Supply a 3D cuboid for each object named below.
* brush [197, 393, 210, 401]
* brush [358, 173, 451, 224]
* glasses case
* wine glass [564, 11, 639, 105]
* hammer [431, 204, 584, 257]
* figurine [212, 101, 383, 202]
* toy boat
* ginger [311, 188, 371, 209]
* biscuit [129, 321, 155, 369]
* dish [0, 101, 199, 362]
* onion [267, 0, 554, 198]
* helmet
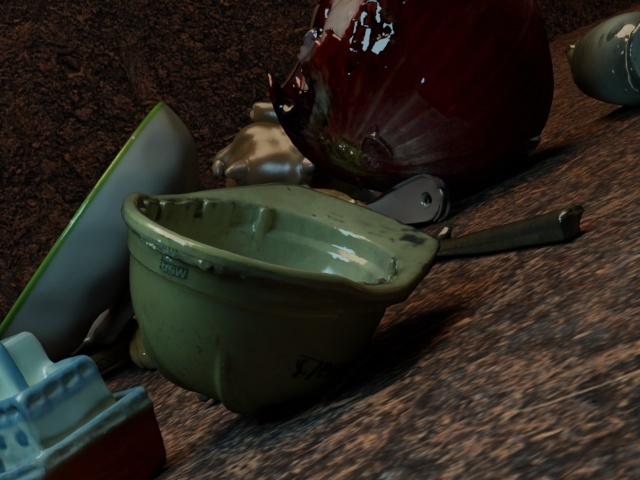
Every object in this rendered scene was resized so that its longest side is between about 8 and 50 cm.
[{"bbox_3d":[-0.065,0.089,1.224,0.043,0.036,0.248,-29,5,14],"label":"brush"},{"bbox_3d":[0.053,-0.029,1.639,0.067,0.072,0.313,-13,-3,-39],"label":"brush"},{"bbox_3d":[-0.260,0.141,1.567,0.170,0.041,0.064,-29,21,-33],"label":"glasses case"},{"bbox_3d":[0.370,-0.214,1.669,0.111,0.111,0.204,-27,9,-9],"label":"wine glass"},{"bbox_3d":[0.135,-0.001,1.216,0.125,0.027,0.297,-28,7,-26],"label":"hammer"},{"bbox_3d":[-0.017,-0.075,1.882,0.177,0.247,0.173,-52,23,43],"label":"figurine"},{"bbox_3d":[-0.269,0.156,1.028,0.332,0.133,0.145,-21,8,40],"label":"toy boat"},{"bbox_3d":[-0.002,0.000,1.540,0.122,0.115,0.193,-5,-3,-4],"label":"ginger"},{"bbox_3d":[-0.151,0.088,1.486,0.118,0.061,0.183,-28,7,-8],"label":"biscuit"},{"bbox_3d":[-0.215,0.016,1.530,0.324,0.124,0.324,-55,7,9],"label":"dish"},{"bbox_3d":[0.115,-0.194,1.634,0.341,0.341,0.341,-25,6,3],"label":"onion"},{"bbox_3d":[-0.040,0.050,1.002,0.204,0.137,0.257,23,17,31],"label":"helmet"}]
